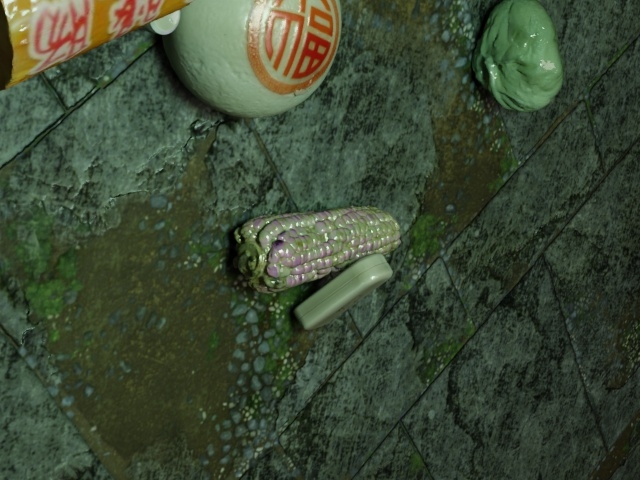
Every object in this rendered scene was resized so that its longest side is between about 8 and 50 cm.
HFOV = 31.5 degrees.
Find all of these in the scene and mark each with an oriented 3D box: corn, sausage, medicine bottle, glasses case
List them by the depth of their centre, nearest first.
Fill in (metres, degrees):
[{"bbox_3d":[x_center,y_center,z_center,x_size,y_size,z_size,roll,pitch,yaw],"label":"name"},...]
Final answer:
[{"bbox_3d":[-0.309,-0.336,1.344,0.287,0.233,0.233,-34,128,-33],"label":"sausage"},{"bbox_3d":[-0.234,-0.309,1.532,0.052,0.089,0.052,-20,120,-40],"label":"medicine bottle"},{"bbox_3d":[0.001,0.002,1.877,0.335,0.126,0.127,-14,116,-43],"label":"corn"},{"bbox_3d":[0.037,0.087,1.912,0.196,0.050,0.083,-39,163,36],"label":"glasses case"}]

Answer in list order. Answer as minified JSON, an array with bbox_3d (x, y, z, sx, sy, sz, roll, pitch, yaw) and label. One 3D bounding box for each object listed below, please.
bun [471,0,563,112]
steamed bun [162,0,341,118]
[{"bbox_3d":[0.350,-0.335,2.074,0.126,0.204,0.213,-12,81,-16],"label":"bun"},{"bbox_3d":[-0.079,-0.309,1.623,0.283,0.177,0.283,-20,119,-40],"label":"steamed bun"}]
